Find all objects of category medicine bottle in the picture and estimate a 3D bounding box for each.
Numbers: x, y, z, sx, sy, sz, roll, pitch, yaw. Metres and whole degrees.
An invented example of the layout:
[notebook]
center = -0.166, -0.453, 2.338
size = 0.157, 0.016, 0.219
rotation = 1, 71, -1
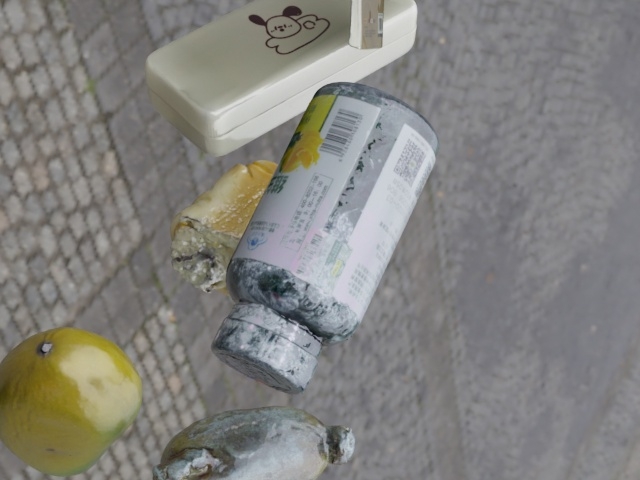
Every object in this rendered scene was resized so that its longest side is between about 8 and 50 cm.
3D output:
[medicine bottle]
center = 0.000, 0.000, 1.262
size = 0.293, 0.141, 0.141
rotation = -65, 153, -16

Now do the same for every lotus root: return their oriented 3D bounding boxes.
[lotus root]
center = -0.113, 0.362, 2.135
size = 0.350, 0.175, 0.175
rotation = -9, 120, -22

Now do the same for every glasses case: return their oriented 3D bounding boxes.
[glasses case]
center = -0.040, -0.214, 1.470
size = 0.313, 0.131, 0.070
rotation = -32, 147, -27

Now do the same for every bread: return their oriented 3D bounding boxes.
[bread]
center = -0.085, -0.012, 1.432
size = 0.177, 0.119, 0.084
rotation = -45, 168, -35

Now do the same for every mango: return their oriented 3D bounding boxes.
[mango]
center = -0.252, 0.160, 1.241
size = 0.237, 0.137, 0.091
rotation = -50, -156, 47

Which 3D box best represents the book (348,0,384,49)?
[book]
center = 0.051, -0.301, 1.360
size = 0.138, 0.016, 0.198
rotation = -34, 126, -75
